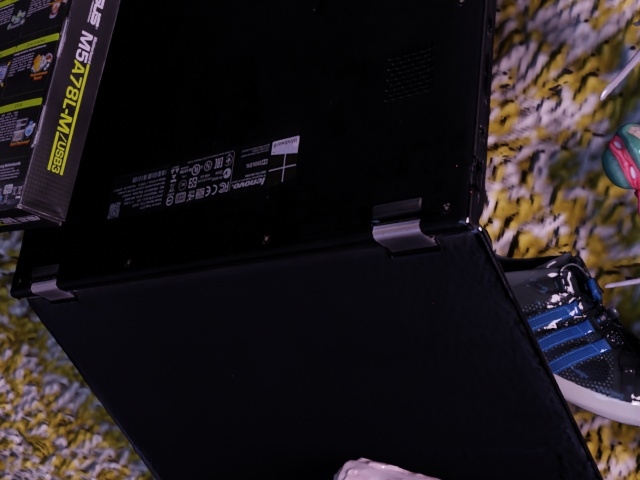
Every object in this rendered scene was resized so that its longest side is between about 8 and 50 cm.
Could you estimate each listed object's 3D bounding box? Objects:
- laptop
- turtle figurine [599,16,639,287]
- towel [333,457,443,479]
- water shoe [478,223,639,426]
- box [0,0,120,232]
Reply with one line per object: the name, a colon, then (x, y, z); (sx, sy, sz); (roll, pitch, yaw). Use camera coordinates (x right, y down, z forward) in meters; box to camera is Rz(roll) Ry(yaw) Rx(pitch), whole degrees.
laptop: (0.000, 0.000, 0.691); (0.382, 0.236, 0.408); (-9, 65, 38)
turtle figurine: (0.241, -0.077, 0.555); (0.234, 0.118, 0.175); (-28, 93, 14)
towel: (0.175, 0.291, 0.620); (0.332, 0.053, 0.317); (9, 126, 25)
water shoe: (0.156, 0.051, 0.638); (0.203, 0.073, 0.080); (23, 110, 21)
box: (-0.239, -0.097, 0.752); (0.191, 0.045, 0.184); (-5, 67, 42)
